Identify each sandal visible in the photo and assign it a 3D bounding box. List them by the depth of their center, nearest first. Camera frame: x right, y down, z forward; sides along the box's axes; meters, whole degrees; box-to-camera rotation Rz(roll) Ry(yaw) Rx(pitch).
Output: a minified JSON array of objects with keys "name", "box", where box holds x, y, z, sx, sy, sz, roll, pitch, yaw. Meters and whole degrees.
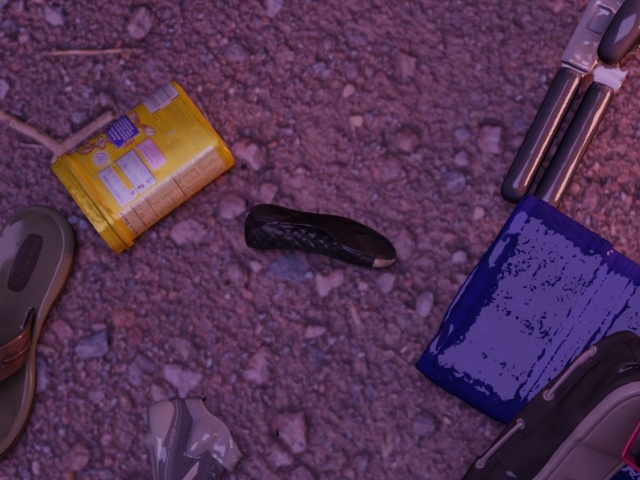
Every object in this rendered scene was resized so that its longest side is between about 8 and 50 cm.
[{"name":"sandal","box":[-0.361,0.098,1.550,0.120,0.086,0.302,13,79,9]}]

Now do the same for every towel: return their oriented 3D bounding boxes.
[{"name":"towel","box":[0.284,0.123,1.490,0.308,0.076,0.227,33,90,11]}]

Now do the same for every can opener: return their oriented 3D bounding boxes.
[{"name":"can opener","box":[0.282,-0.162,1.544,0.074,0.093,0.280,27,86,10]}]

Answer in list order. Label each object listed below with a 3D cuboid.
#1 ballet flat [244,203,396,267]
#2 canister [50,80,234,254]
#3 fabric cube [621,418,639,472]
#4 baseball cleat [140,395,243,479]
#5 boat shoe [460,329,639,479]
[{"name":"ballet flat","box":[0.000,0.000,1.563,0.173,0.049,0.057,15,35,8]},{"name":"canister","box":[-0.197,-0.084,1.582,0.170,0.073,0.126,-37,77,-4]},{"name":"fabric cube","box":[0.478,0.179,1.285,0.259,0.258,0.254,31,89,37]},{"name":"baseball cleat","box":[-0.131,0.266,1.498,0.109,0.072,0.205,-10,80,-3]},{"name":"boat shoe","box":[0.224,0.222,1.421,0.112,0.095,0.335,27,122,-26]}]
